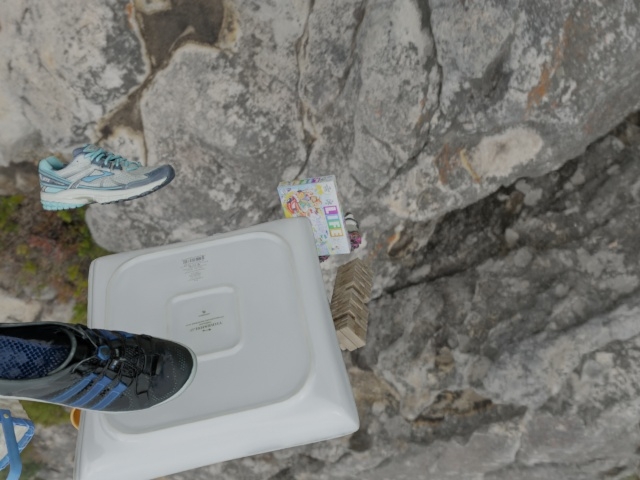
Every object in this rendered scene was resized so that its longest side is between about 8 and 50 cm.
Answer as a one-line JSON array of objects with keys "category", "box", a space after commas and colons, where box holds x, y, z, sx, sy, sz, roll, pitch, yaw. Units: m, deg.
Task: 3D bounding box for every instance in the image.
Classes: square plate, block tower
[{"category": "square plate", "box": [-0.155, 0.120, 0.690, 0.348, 0.343, 0.049, -12, 145, -3]}, {"category": "block tower", "box": [0.095, 0.193, 1.622, 0.091, 0.335, 0.097, -31, 114, 29]}]

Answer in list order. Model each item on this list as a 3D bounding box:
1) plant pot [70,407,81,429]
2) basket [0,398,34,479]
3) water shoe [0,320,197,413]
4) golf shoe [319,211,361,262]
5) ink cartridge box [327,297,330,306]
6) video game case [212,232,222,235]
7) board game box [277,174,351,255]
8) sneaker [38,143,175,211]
[{"category": "plant pot", "box": [-0.550, 0.383, 1.370, 0.205, 0.187, 0.205, -11, 131, -13]}, {"category": "basket", "box": [-0.797, 0.495, 1.191, 0.255, 0.289, 0.201, -43, 139, 9]}, {"category": "water shoe", "box": [-0.201, 0.109, 0.439, 0.203, 0.072, 0.080, 8, 155, -27]}, {"category": "golf shoe", "box": [0.000, 0.000, 1.130, 0.186, 0.085, 0.067, -19, 146, 16]}, {"category": "ink cartridge box", "box": [-0.064, 0.230, 1.656, 0.171, 0.232, 0.168, -25, 162, 10]}, {"category": "video game case", "box": [-0.202, 0.150, 1.068, 0.025, 0.285, 0.204, -9, 130, 4]}, {"category": "board game box", "box": [-0.009, -0.041, 0.943, 0.104, 0.026, 0.154, -6, 122, 15]}, {"category": "sneaker", "box": [-0.435, -0.135, 1.022, 0.283, 0.110, 0.122, -8, 104, 5]}]
